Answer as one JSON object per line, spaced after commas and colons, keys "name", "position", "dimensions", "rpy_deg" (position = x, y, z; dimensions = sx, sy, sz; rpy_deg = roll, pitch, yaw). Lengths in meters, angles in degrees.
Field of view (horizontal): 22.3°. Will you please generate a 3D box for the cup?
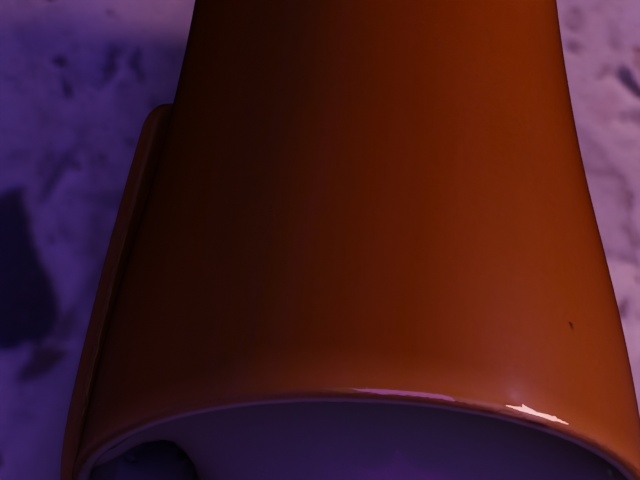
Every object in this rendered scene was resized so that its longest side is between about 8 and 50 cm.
{"name": "cup", "position": [0.000, 0.000, 0.576], "dimensions": [0.182, 0.226, 0.264], "rpy_deg": [32, 50, -41]}
